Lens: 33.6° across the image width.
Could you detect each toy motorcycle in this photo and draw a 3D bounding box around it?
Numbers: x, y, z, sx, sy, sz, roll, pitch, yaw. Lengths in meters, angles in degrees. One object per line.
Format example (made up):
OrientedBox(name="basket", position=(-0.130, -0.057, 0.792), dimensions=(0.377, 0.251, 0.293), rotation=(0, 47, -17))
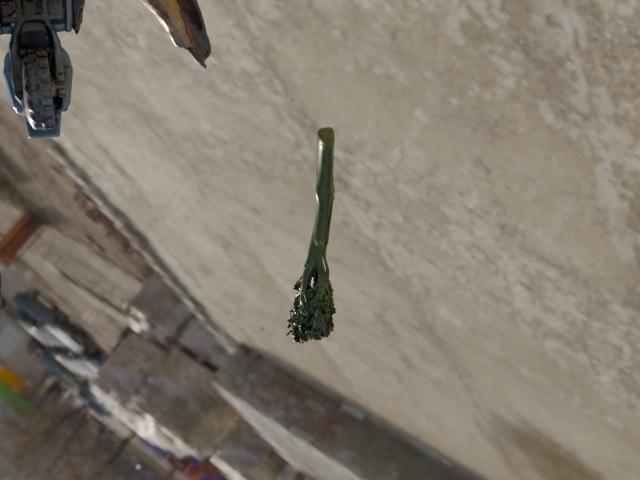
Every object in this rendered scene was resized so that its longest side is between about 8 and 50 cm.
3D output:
OrientedBox(name="toy motorcycle", position=(-0.463, -0.360, 1.730), dimensions=(0.232, 0.172, 0.416), rotation=(125, 135, -70))

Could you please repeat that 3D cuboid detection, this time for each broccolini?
OrientedBox(name="broccolini", position=(0.000, 0.000, 1.072), dimensions=(0.051, 0.239, 0.054), rotation=(7, -154, 0))

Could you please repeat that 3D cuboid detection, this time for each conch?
OrientedBox(name="conch", position=(-0.187, -0.287, 1.107), dimensions=(0.080, 0.086, 0.232), rotation=(4, 146, 29))

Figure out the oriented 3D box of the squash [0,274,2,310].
OrientedBox(name="squash", position=(-0.321, 0.026, 0.737), dimensions=(0.192, 0.184, 0.085), rotation=(8, -145, -37))
